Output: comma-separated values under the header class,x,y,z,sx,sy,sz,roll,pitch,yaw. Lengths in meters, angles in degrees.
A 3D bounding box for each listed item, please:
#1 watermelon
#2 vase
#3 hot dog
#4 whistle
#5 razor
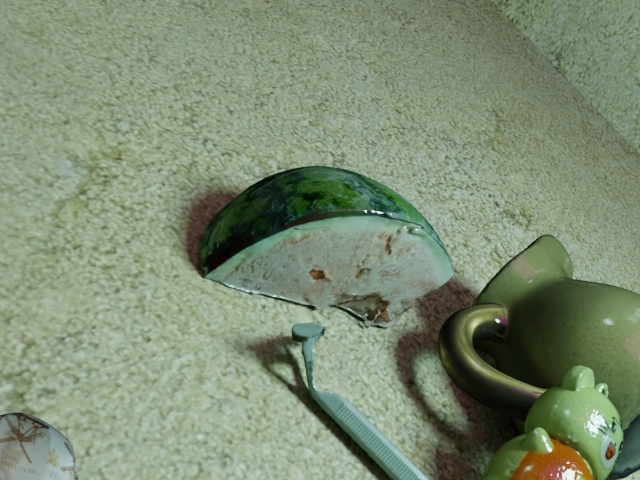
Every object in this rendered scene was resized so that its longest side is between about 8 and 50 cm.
class,x,y,z,sx,sy,sz,roll,pitch,yaw
watermelon,0.000,0.000,1.375,0.305,0.180,0.224,14,-7,-37
vase,0.283,0.144,1.456,0.329,0.241,0.302,-3,39,-40
hot dog,-0.226,0.201,0.841,0.108,0.059,0.191,31,27,-18
whistle,0.239,0.256,1.238,0.288,0.106,0.131,-50,132,-30
razor,0.055,0.205,1.233,0.278,0.056,0.111,52,-7,7
